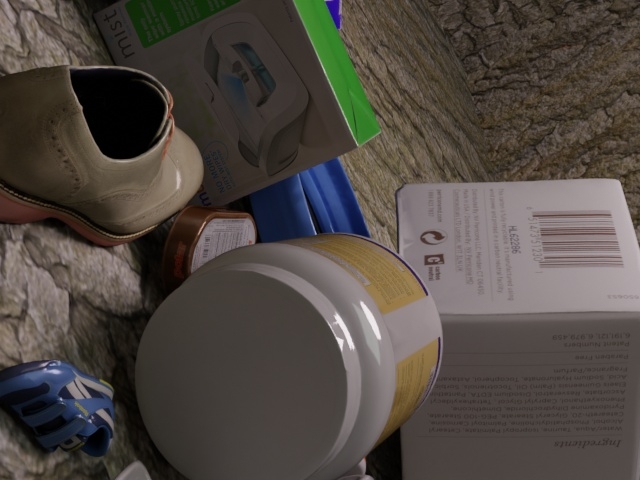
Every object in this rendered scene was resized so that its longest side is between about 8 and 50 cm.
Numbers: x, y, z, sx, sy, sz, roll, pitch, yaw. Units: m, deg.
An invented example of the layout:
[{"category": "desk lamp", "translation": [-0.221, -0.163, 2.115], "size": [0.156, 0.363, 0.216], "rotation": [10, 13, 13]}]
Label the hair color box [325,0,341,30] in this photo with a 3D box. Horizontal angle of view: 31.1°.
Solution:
[{"category": "hair color box", "translation": [-0.079, -0.407, 1.503], "size": [0.339, 0.110, 0.185], "rotation": [-131, -144, -52]}]

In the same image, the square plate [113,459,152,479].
[{"category": "square plate", "translation": [-0.141, 0.377, 0.822], "size": [0.344, 0.049, 0.347], "rotation": [67, 19, -5]}]

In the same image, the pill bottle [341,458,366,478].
[{"category": "pill bottle", "translation": [0.009, 0.219, 1.386], "size": [0.086, 0.086, 0.152], "rotation": [54, 23, -38]}]

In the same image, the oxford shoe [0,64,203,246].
[{"category": "oxford shoe", "translation": [-0.183, -0.082, 1.074], "size": [0.141, 0.146, 0.397], "rotation": [69, 17, 4]}]

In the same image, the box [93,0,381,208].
[{"category": "box", "translation": [-0.093, -0.192, 1.325], "size": [0.262, 0.231, 0.127], "rotation": [67, 19, -6]}]

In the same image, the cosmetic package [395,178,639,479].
[{"category": "cosmetic package", "translation": [0.271, 0.163, 1.626], "size": [0.329, 0.327, 0.394], "rotation": [-83, 170, -57]}]

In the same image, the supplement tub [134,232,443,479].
[{"category": "supplement tub", "translation": [-0.022, 0.117, 1.162], "size": [0.241, 0.241, 0.331], "rotation": [70, 18, 4]}]

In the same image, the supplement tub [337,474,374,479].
[{"category": "supplement tub", "translation": [0.037, 0.362, 1.253], "size": [0.190, 0.117, 0.117], "rotation": [70, 18, 2]}]

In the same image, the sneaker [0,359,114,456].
[{"category": "sneaker", "translation": [-0.208, 0.133, 0.911], "size": [0.144, 0.053, 0.059], "rotation": [36, 38, -57]}]

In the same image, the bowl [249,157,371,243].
[{"category": "bowl", "translation": [0.000, 0.000, 1.570], "size": [0.391, 0.077, 0.391], "rotation": [-20, 90, -79]}]

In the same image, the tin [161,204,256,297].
[{"category": "tin", "translation": [-0.118, 0.017, 1.257], "size": [0.189, 0.040, 0.106], "rotation": [-4, 107, -72]}]
